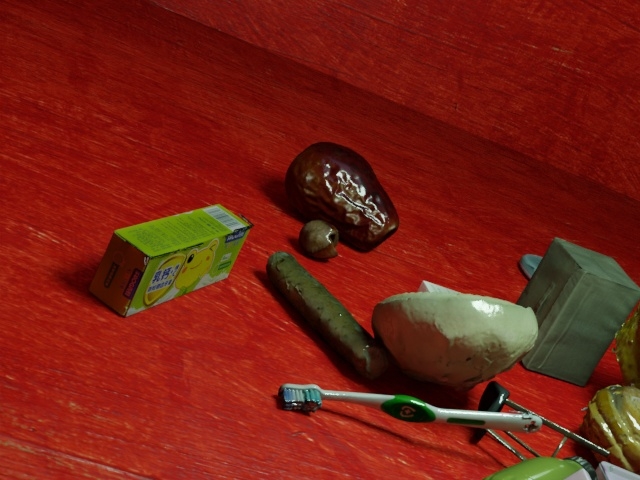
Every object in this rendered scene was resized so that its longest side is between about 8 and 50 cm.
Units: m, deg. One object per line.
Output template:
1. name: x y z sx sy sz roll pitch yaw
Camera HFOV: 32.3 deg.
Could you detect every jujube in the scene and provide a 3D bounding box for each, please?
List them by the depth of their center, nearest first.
1. jujube: 0.047 -0.090 2.310 0.255 0.190 0.190 48 24 8

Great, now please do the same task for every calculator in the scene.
1. calculator: 0.589 0.117 2.627 0.185 0.041 0.299 12 23 -35

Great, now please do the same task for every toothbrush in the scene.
1. toothbrush: 0.139 0.251 1.646 0.418 0.042 0.040 8 30 -17

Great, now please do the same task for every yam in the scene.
1. yam: 0.006 0.122 1.854 0.071 0.067 0.317 -6 34 -35

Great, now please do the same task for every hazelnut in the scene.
1. hazelnut: 0.000 0.000 2.144 0.086 0.086 0.086 23 20 -9

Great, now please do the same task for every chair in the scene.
1. chair: 0.330 0.320 1.738 0.221 0.104 0.095 37 39 19

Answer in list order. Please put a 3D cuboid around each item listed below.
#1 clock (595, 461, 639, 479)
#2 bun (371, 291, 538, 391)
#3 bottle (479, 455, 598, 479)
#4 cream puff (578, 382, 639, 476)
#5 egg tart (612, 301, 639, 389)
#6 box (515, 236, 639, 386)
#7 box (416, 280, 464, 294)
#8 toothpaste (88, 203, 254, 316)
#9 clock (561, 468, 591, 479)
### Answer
1. clock: 0.501 0.438 1.688 0.150 0.063 0.197 22 21 -12
2. bun: 0.215 0.167 1.790 0.287 0.146 0.287 4 -14 1
3. bottle: 0.310 0.363 1.559 0.112 0.112 0.260 39 25 30
4. cream puff: 0.519 0.332 1.881 0.189 0.129 0.189 31 24 -16
5. egg tart: 0.637 0.252 2.059 0.345 0.132 0.345 47 33 -44
6. box: 0.486 0.140 2.165 0.155 0.231 0.149 18 22 -21
7. box: 0.271 0.139 2.173 0.152 0.048 0.100 16 24 -21
8. toothpaste: -0.227 0.024 1.740 0.077 0.110 0.327 34 21 16
9. clock: 0.422 0.461 1.411 0.275 0.080 0.290 37 22 -43
